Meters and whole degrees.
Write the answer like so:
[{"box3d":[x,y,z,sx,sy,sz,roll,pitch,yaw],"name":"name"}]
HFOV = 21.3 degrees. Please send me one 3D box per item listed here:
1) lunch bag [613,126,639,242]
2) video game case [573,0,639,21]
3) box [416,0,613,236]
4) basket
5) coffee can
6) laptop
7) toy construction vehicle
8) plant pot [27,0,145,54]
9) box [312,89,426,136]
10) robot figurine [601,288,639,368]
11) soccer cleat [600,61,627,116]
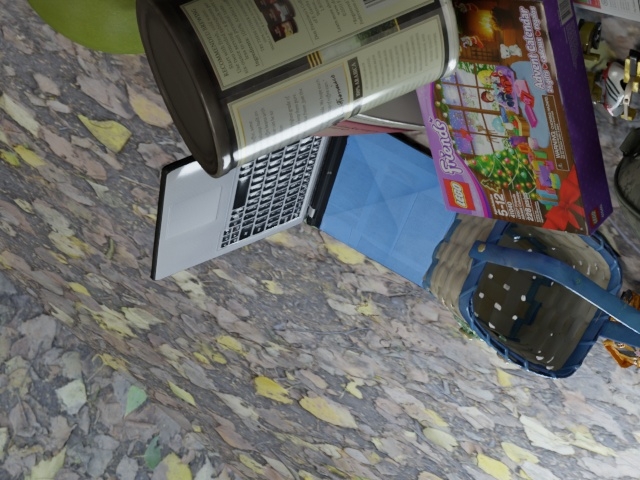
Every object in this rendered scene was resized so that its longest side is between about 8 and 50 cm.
[{"box3d":[0.469,0.013,1.840,0.305,0.212,0.256,50,168,-29],"name":"lunch bag"},{"box3d":[0.263,-0.305,1.716,0.183,0.023,0.201,19,154,29],"name":"video game case"},{"box3d":[0.202,-0.152,1.880,0.201,0.057,0.293,12,131,40],"name":"box"},{"box3d":[0.291,0.066,2.154,0.254,0.201,0.289,32,167,-29],"name":"basket"},{"box3d":[-0.024,-0.208,1.752,0.202,0.275,0.201,59,165,27],"name":"coffee can"},{"box3d":[0.000,0.000,2.378,0.236,0.407,0.382,62,163,18],"name":"laptop"},{"box3d":[0.309,-0.182,1.842,0.085,0.035,0.098,18,129,19],"name":"toy construction vehicle"},{"box3d":[-0.211,-0.344,1.795,0.274,0.275,0.293,34,180,-4],"name":"plant pot"},{"box3d":[0.022,-0.196,2.025,0.148,0.127,0.232,6,177,-39],"name":"box"},{"box3d":[0.495,0.172,2.264,0.291,0.085,0.211,40,154,-17],"name":"robot figurine"},{"box3d":[0.332,-0.165,1.892,0.035,0.029,0.083,24,151,29],"name":"soccer cleat"}]
